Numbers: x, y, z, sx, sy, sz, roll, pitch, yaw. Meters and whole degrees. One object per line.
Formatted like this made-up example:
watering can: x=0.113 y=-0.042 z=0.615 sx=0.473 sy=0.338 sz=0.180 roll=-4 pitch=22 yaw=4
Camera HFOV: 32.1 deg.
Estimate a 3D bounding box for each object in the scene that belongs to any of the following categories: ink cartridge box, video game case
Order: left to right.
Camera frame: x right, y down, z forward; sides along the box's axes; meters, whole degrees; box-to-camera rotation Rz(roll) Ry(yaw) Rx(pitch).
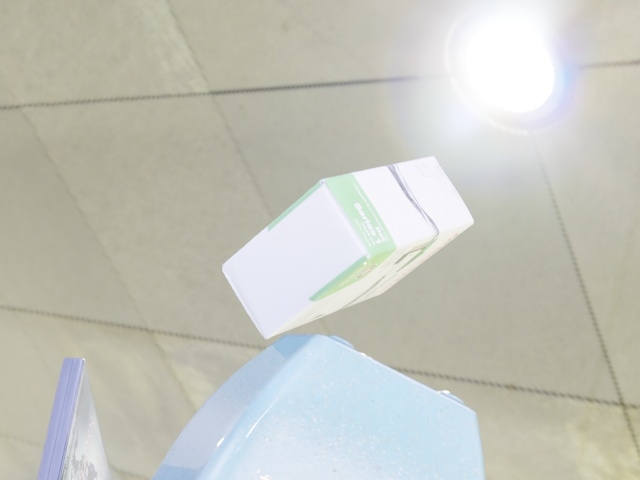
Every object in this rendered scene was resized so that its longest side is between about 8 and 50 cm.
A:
video game case: x=-0.249 y=0.280 z=1.135 sx=0.026 sy=0.196 sz=0.274 roll=2 pitch=137 yaw=-1
ink cartridge box: x=0.034 y=0.002 z=1.130 sx=0.160 sy=0.219 sz=0.093 roll=-40 pitch=76 yaw=34

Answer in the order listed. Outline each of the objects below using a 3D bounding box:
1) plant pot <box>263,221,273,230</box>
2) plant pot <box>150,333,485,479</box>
plant pot: x=0.000 y=0.000 z=1.464 sx=0.110 sy=0.237 sz=0.237 roll=56 pitch=144 yaw=-6
plant pot: x=-0.005 y=0.215 z=0.904 sx=0.247 sy=0.252 sz=0.247 roll=27 pitch=170 yaw=-10
